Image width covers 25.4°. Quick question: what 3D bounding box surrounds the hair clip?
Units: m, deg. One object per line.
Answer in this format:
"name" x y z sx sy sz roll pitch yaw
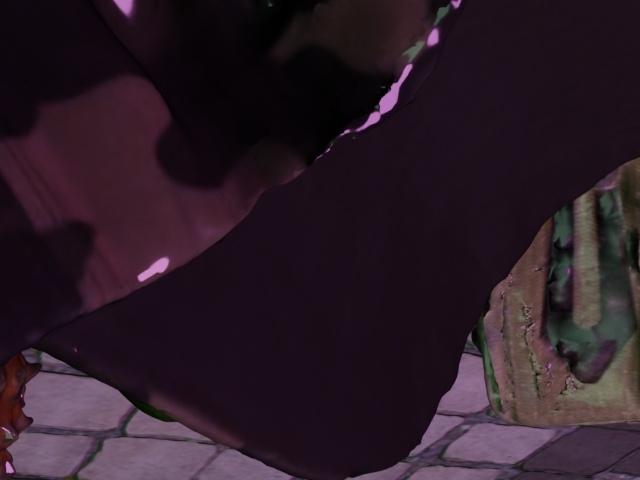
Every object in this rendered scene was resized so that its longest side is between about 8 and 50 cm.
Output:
"hair clip" 0.131 -0.024 0.700 0.138 0.091 0.321 -3 138 8

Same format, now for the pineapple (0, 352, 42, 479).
"pineapple" -0.215 0.068 0.699 0.166 0.166 0.193 11 127 -28

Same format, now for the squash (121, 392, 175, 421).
"squash" -0.058 -0.042 0.581 0.082 0.082 0.292 0 128 -12

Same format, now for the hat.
"hat" 0.003 -0.105 0.438 0.366 0.257 0.381 -44 167 -3
